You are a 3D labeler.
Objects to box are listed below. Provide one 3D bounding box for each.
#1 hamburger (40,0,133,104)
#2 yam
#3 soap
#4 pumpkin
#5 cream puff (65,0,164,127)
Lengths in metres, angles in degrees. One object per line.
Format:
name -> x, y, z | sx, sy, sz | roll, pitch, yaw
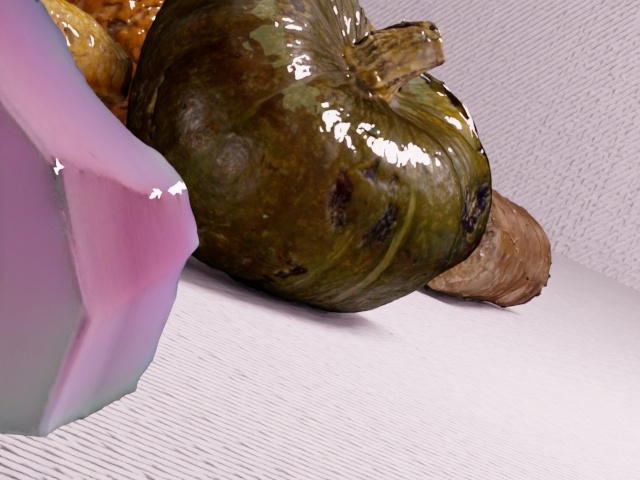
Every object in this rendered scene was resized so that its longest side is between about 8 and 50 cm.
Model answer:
hamburger -> -0.304, -0.179, 1.485 | 0.314, 0.170, 0.290 | 44, -11, -28
yam -> 0.162, 0.002, 2.014 | 0.129, 0.128, 0.238 | -5, -7, 17
soap -> -0.207, -0.047, 0.735 | 0.324, 0.193, 0.109 | 24, 8, 10
pumpkin -> -0.012, -0.083, 1.470 | 0.325, 0.242, 0.232 | 44, 24, 0
cream puff -> -0.218, -0.194, 1.767 | 0.212, 0.303, 0.303 | -23, 19, -11
